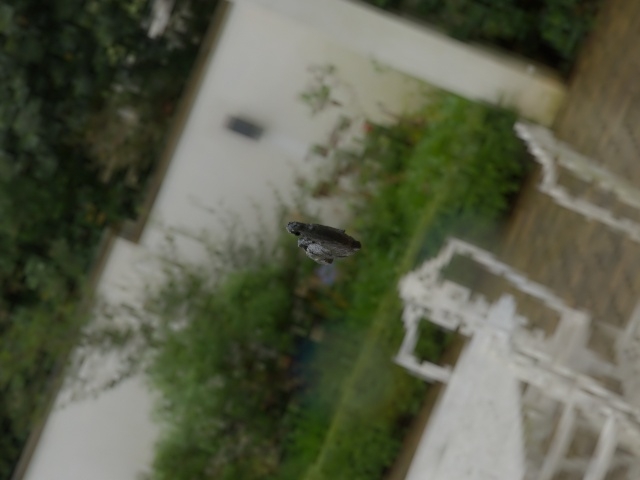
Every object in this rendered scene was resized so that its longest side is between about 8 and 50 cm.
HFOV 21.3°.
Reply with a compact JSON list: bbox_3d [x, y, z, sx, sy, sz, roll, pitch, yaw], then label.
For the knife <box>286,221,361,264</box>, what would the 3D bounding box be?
[{"bbox_3d":[0.006,0.001,1.122,0.222,0.045,0.021,64,-142,-86],"label":"knife"}]
